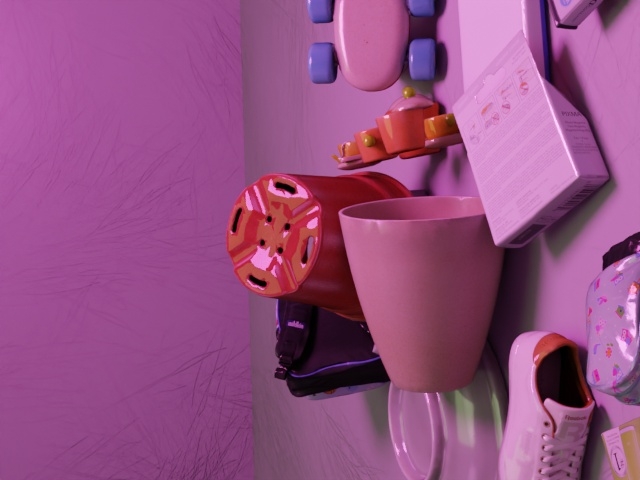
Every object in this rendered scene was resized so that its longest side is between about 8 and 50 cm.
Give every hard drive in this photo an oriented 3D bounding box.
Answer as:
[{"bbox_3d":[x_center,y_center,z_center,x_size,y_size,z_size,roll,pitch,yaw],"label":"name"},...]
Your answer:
[{"bbox_3d":[0.262,-0.319,1.389,0.210,0.040,0.318,169,98,-73],"label":"hard drive"}]

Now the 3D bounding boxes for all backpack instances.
[{"bbox_3d":[0.031,0.185,1.952,0.213,0.276,0.263,86,174,-53],"label":"backpack"},{"bbox_3d":[0.348,0.087,1.003,0.152,0.115,0.182,115,163,-70],"label":"backpack"}]

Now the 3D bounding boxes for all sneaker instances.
[{"bbox_3d":[0.302,0.265,1.247,0.123,0.106,0.290,159,108,-76],"label":"sneaker"}]

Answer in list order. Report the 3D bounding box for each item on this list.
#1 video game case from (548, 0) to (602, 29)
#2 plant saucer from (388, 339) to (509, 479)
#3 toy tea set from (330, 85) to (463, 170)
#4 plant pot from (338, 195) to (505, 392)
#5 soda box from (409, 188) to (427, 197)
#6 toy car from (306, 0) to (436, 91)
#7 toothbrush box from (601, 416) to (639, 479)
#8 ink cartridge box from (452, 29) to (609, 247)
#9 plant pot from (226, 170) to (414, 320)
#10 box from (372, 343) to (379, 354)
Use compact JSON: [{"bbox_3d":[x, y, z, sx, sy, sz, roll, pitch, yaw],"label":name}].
[{"bbox_3d":[0.324,-0.433,1.113,0.248,0.035,0.275,131,134,-58],"label":"video game case"},{"bbox_3d":[0.198,0.314,1.632,0.400,0.100,0.400,176,90,-74],"label":"plant saucer"},{"bbox_3d":[0.135,-0.201,1.559,0.336,0.200,0.124,173,86,-77],"label":"toy tea set"},{"bbox_3d":[0.163,0.083,1.446,0.256,0.256,0.274,-155,60,-72],"label":"plant pot"},{"bbox_3d":[0.126,-0.010,1.826,0.263,0.092,0.083,125,137,-65],"label":"soda box"},{"bbox_3d":[0.107,-0.374,1.734,0.238,0.219,0.210,-23,-68,-77],"label":"toy car"},{"bbox_3d":[0.400,0.291,0.892,0.206,0.122,0.283,121,141,-64],"label":"toothbrush box"},{"bbox_3d":[0.275,-0.134,1.281,0.189,0.066,0.232,-49,44,52],"label":"ink cartridge box"},{"bbox_3d":[0.000,0.000,1.612,0.272,0.265,0.272,-4,83,36],"label":"plant pot"},{"bbox_3d":[0.157,0.122,1.745,0.186,0.038,0.145,120,171,-64],"label":"box"}]
